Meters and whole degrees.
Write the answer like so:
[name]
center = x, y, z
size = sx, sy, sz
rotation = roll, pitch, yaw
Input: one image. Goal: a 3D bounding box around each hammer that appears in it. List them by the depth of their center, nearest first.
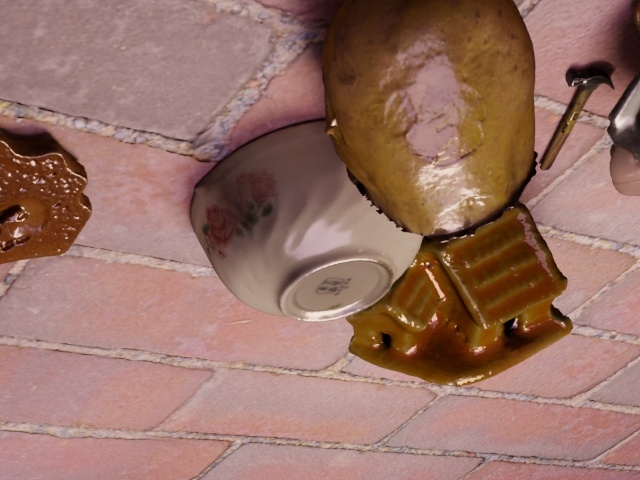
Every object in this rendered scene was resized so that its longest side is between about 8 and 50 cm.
[hammer]
center = 0.293, -0.139, 1.576
size = 0.062, 0.017, 0.182
rotation = -8, 149, -15

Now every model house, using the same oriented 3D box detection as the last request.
[model house]
center = 0.167, 0.063, 1.661
size = 0.268, 0.173, 0.239
rotation = -27, 153, -11

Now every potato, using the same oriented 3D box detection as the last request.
[potato]
center = 0.102, -0.157, 1.298
size = 0.229, 0.229, 0.266
rotation = -16, 134, -3

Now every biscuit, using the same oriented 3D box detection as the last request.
[biscuit]
center = -0.328, -0.047, 1.385
size = 0.182, 0.034, 0.215
rotation = -12, 147, -16

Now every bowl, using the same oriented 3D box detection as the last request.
[bowl]
center = 0.000, 0.000, 1.530
size = 0.277, 0.145, 0.277
rotation = -15, 151, -8

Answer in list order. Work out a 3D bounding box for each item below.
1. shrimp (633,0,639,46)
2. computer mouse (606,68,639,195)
[shrimp]
center = 0.384, -0.233, 1.449
size = 0.101, 0.042, 0.190
rotation = -24, 148, -4
[computer mouse]
center = 0.452, -0.186, 1.440
size = 0.199, 0.115, 0.389
rotation = -9, 139, -51
